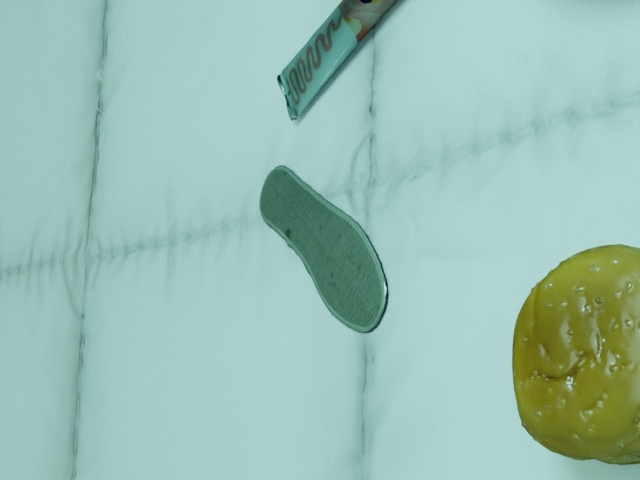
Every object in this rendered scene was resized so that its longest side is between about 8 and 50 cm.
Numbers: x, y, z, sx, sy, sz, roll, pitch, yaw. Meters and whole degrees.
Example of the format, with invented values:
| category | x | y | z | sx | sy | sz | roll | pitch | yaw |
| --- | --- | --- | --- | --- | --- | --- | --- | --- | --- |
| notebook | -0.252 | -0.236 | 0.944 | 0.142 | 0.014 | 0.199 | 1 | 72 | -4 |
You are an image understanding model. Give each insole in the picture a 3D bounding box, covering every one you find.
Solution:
| category | x | y | z | sx | sy | sz | roll | pitch | yaw |
| --- | --- | --- | --- | --- | --- | --- | --- | --- | --- |
| insole | -0.001 | 0.000 | 1.073 | 0.232 | 0.003 | 0.080 | 49 | 119 | 45 |

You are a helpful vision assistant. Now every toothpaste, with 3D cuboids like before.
| category | x | y | z | sx | sy | sz | roll | pitch | yaw |
| --- | --- | --- | --- | --- | --- | --- | --- | --- | --- |
| toothpaste | 0.022 | -0.191 | 1.071 | 0.205 | 0.036 | 0.056 | -45 | 50 | 40 |

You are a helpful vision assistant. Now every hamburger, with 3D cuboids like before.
| category | x | y | z | sx | sy | sz | roll | pitch | yaw |
| --- | --- | --- | --- | --- | --- | --- | --- | --- | --- |
| hamburger | 0.190 | 0.071 | 0.753 | 0.147 | 0.083 | 0.138 | -14 | 66 | 46 |
